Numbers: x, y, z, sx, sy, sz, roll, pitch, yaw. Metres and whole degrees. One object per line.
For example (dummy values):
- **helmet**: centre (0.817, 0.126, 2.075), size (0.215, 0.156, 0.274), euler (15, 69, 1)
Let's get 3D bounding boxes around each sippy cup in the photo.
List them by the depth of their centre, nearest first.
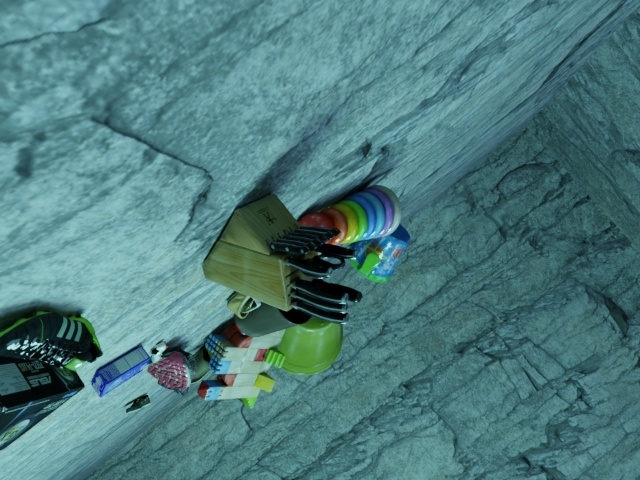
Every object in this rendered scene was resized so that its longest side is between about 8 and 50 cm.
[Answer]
- **sippy cup**: centre (0.274, 0.028, 2.150), size (0.239, 0.306, 0.224), euler (18, 125, -25)

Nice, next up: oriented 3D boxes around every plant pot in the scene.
- **plant pot**: centre (-0.054, 0.338, 2.053), size (0.366, 0.366, 0.353), euler (-34, 159, -27)

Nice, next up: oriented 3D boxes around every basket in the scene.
- **basket**: centre (-0.137, 0.182, 1.381), size (0.154, 0.205, 0.226), euler (21, 140, -31)

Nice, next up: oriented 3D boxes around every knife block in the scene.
- **knife block**: centre (-0.060, 0.061, 0.793), size (0.088, 0.242, 0.276), euler (-29, 168, -42)

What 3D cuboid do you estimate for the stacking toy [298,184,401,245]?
- **stacking toy**: centre (0.063, -0.050, 1.180), size (0.330, 0.141, 0.141), euler (-17, 158, -51)

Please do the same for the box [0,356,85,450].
- **box**: centre (-0.428, 0.217, 0.627), size (0.147, 0.078, 0.180), euler (-37, 172, -4)

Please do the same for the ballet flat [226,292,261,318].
- **ballet flat**: centre (-0.168, 0.130, 1.265), size (0.080, 0.073, 0.232), euler (-27, 166, -46)

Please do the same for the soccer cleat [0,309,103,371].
- **soccer cleat**: centre (-0.327, 0.128, 0.600), size (0.060, 0.072, 0.179), euler (-38, 171, -3)

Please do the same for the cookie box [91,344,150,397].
- **cookie box**: centre (-0.439, 0.287, 1.066), size (0.107, 0.040, 0.092), euler (-30, 167, -44)

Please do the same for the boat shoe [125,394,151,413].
- **boat shoe**: centre (-0.656, 0.588, 1.732), size (0.048, 0.042, 0.133), euler (-19, 174, 10)

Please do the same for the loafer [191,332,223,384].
- **loafer**: centre (-0.416, 0.425, 1.758), size (0.251, 0.094, 0.087), euler (-49, 161, 6)

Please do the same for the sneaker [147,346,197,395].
- **sneaker**: centre (-0.411, 0.357, 1.378), size (0.299, 0.120, 0.112), euler (122, -8, -63)

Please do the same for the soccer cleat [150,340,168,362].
- **soccer cleat**: centre (-0.409, 0.279, 1.203), size (0.035, 0.029, 0.083), euler (-13, 151, -51)

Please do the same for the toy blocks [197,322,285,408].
- **toy blocks**: centre (-0.284, 0.392, 1.666), size (0.260, 0.190, 0.382), euler (18, 96, -49)
